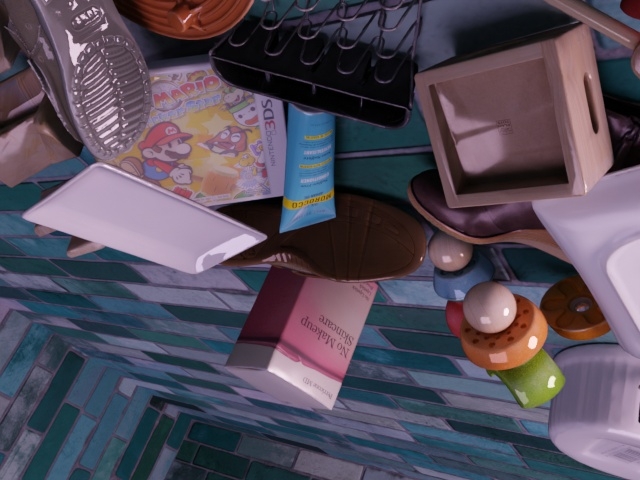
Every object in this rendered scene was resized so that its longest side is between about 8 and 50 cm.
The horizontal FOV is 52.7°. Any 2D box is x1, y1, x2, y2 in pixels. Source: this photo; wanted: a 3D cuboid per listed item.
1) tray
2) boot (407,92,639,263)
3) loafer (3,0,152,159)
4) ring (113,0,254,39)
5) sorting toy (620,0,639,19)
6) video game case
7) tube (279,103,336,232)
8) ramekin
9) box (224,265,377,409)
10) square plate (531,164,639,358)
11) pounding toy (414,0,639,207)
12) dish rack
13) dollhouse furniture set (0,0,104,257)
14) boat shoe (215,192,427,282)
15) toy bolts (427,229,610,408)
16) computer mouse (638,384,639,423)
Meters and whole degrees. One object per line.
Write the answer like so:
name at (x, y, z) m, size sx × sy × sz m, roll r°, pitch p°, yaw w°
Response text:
tray at (-0.206, -0.026, 0.802) m, size 0.145 × 0.030 × 0.270 m, roll -27°, pitch 148°, yaw 29°
boot at (0.226, -0.076, 0.667) m, size 0.249 × 0.090 × 0.206 m, roll 20°, pitch 142°, yaw 9°
loafer at (-0.236, -0.193, 0.614) m, size 0.087 × 0.094 × 0.251 m, roll 27°, pitch 140°, yaw 33°
ring at (-0.184, -0.301, 0.504) m, size 0.337 × 0.032 × 0.336 m, roll 29°, pitch 152°, yaw 17°
sorting toy at (0.359, -0.192, 0.333) m, size 0.366 × 0.127 × 0.126 m, roll 5°, pitch 119°, yaw 26°
video game case at (-0.152, -0.118, 0.756) m, size 0.227 × 0.026 × 0.206 m, roll -8°, pitch 138°, yaw -2°
tube at (-0.013, -0.089, 0.783) m, size 0.080 × 0.052 × 0.207 m, roll -12°, pitch 142°, yaw -13°
ramekin at (0.504, 0.288, 1.038) m, size 0.277 × 0.135 × 0.277 m, roll 18°, pitch 153°, yaw 10°
box at (-0.027, 0.140, 1.066) m, size 0.149 × 0.232 × 0.127 m, roll 38°, pitch 151°, yaw -29°
square plate at (0.426, 0.024, 0.611) m, size 0.344 × 0.049 × 0.347 m, roll -15°, pitch 139°, yaw 32°
pounding toy at (0.194, -0.134, 0.534) m, size 0.206 × 0.094 × 0.181 m, roll -4°, pitch 111°, yaw 42°
dish rack at (-0.005, -0.225, 0.547) m, size 0.208 × 0.074 × 0.271 m, roll 16°, pitch 153°, yaw 11°
dollhouse furniture set at (-0.432, -0.175, 0.896) m, size 0.394 × 0.256 × 0.362 m, roll -17°, pitch 138°, yaw 23°
boat shoe at (0.000, 0.000, 0.948) m, size 0.342 × 0.123 × 0.123 m, roll 0°, pitch 175°, yaw 27°
toy bolts at (0.240, 0.057, 0.828) m, size 0.158 × 0.218 × 0.228 m, roll 58°, pitch 171°, yaw -29°
computer mouse at (0.463, 0.171, 0.824) m, size 0.262 × 0.060 × 0.184 m, roll -14°, pitch 168°, yaw -26°
